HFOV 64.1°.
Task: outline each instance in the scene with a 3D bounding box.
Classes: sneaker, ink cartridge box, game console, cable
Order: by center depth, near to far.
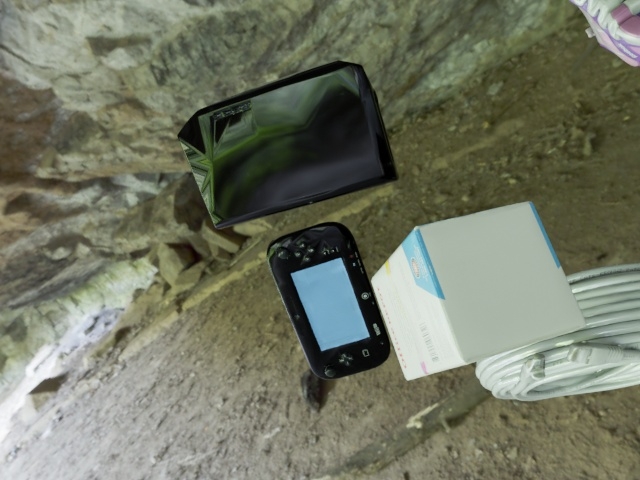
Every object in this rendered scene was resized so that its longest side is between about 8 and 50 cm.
[{"bbox_3d":[0.104,0.046,0.389,0.090,0.092,0.143,-14,-16,-12],"label":"ink cartridge box"},{"bbox_3d":[0.297,0.112,0.562,0.257,0.089,0.257,-5,-27,-9],"label":"cable"},{"bbox_3d":[0.000,0.000,0.582,0.213,0.361,0.044,-15,20,15],"label":"game console"},{"bbox_3d":[0.368,-0.311,0.658,0.095,0.236,0.105,-32,-30,18],"label":"sneaker"}]
